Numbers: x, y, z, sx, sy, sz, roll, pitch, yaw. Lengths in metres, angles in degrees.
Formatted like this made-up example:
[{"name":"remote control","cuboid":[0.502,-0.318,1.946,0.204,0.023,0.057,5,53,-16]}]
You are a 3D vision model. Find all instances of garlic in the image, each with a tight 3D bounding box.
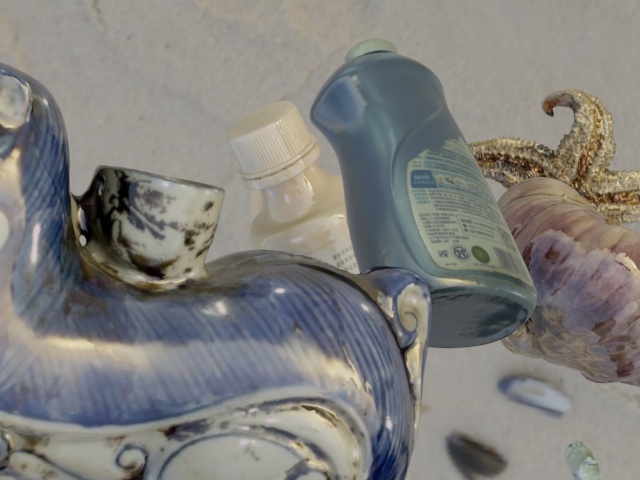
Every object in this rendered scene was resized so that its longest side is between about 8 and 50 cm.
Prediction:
[{"name":"garlic","cuboid":[0.242,0.053,1.322,0.245,0.245,0.160,41,87,-7]}]

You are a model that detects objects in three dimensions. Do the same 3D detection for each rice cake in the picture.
[{"name":"rice cake","cuboid":[0.330,0.323,1.675,0.034,0.043,0.210,-28,121,-8]}]

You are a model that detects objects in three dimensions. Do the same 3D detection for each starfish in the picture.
[{"name":"starfish","cuboid":[0.312,-0.036,1.821,0.303,0.113,0.312,-41,96,-1]}]

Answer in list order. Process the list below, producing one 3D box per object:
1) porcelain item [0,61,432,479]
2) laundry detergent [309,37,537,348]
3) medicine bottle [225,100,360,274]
[{"name":"porcelain item","cuboid":[-0.087,0.034,0.578,0.288,0.138,0.186,14,96,-18]},{"name":"laundry detergent","cuboid":[0.050,-0.039,0.790,0.097,0.206,0.061,5,140,-28]},{"name":"medicine bottle","cuboid":[0.000,0.000,1.233,0.114,0.114,0.252,-17,113,26]}]
